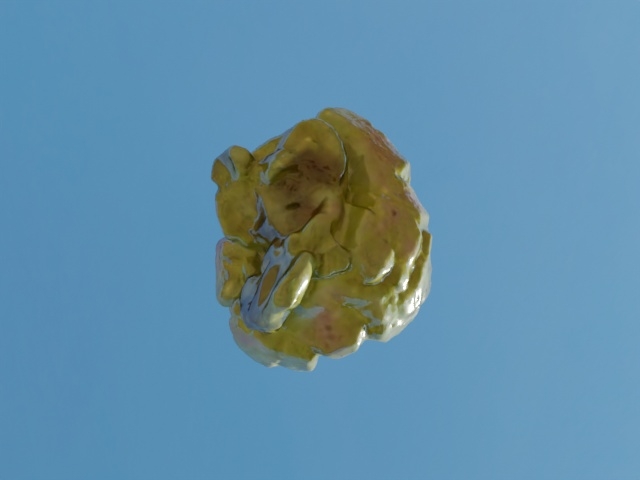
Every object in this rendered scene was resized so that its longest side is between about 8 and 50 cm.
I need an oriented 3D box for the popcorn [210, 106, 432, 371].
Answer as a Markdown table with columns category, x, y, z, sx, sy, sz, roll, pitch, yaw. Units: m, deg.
| category | x | y | z | sx | sy | sz | roll | pitch | yaw |
| --- | --- | --- | --- | --- | --- | --- | --- | --- | --- |
| popcorn | 0.001 | -0.001 | 0.673 | 0.097 | 0.089 | 0.109 | 18 | -116 | 28 |
